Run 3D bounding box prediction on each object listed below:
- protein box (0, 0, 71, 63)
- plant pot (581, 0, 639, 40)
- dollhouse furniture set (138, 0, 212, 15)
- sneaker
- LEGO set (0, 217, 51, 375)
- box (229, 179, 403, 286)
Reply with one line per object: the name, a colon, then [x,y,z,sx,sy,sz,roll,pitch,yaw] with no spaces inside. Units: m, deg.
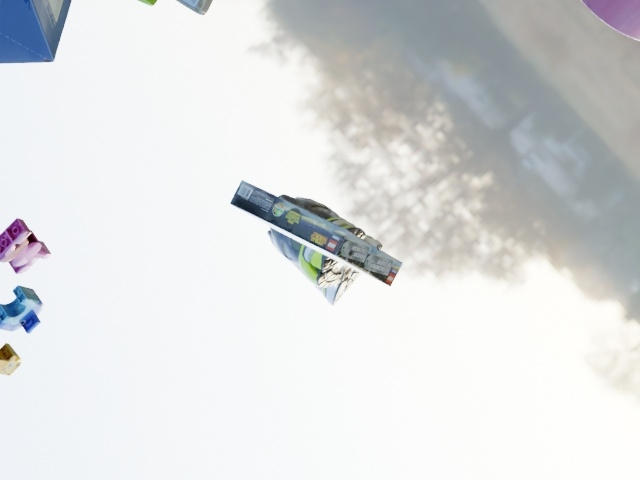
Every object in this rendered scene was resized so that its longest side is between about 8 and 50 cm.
protein box: [-0.361,-0.335,1.749,0.200,0.136,0.201,78,-165,-50]
plant pot: [0.341,-0.299,1.532,0.201,0.180,0.201,22,-140,-19]
dollhouse furniture set: [-0.185,-0.303,1.196,0.301,0.197,0.151,19,-168,-44]
sneaker: [0.000,0.000,2.066,0.121,0.111,0.300,41,175,13]
LEGO set: [-0.347,0.092,1.668,0.087,0.227,0.093,52,-166,25]
box: [-0.004,-0.007,1.413,0.137,0.027,0.094,26,179,39]
